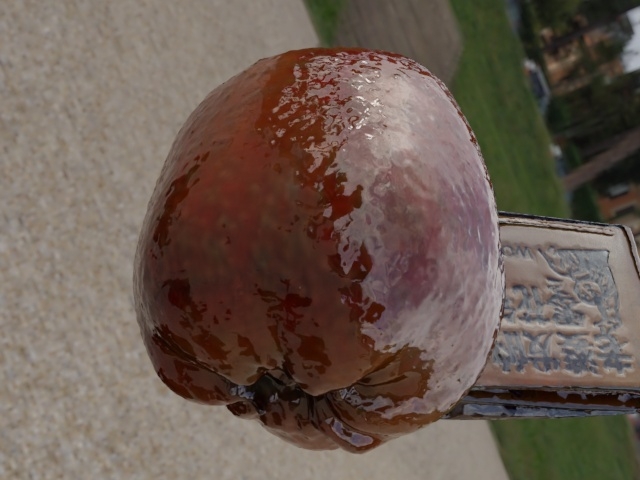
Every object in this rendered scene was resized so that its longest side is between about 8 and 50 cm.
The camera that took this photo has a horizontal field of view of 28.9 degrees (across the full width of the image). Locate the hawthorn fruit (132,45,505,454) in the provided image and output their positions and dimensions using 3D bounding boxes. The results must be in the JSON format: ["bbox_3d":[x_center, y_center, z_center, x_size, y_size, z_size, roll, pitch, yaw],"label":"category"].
[{"bbox_3d":[0.000,0.000,0.438,0.133,0.133,0.138,59,37,-51],"label":"hawthorn fruit"}]

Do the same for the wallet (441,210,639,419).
[{"bbox_3d":[0.160,0.051,0.905,0.042,0.195,0.161,117,-28,-54],"label":"wallet"}]
